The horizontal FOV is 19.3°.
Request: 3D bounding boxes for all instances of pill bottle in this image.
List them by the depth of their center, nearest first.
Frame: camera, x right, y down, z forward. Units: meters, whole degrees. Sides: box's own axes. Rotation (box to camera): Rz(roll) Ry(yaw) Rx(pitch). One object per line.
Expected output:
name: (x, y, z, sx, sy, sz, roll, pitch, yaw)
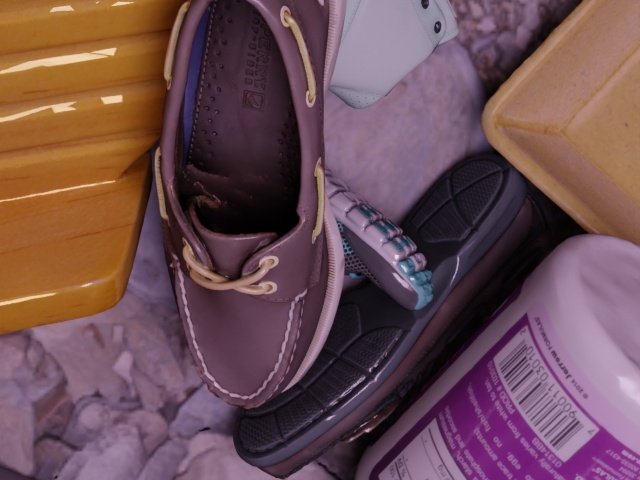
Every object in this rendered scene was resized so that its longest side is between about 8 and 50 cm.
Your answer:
pill bottle: (0.127, 0.151, 1.210, 0.169, 0.169, 0.301, 29, 123, -20)

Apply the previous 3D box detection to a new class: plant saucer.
plant saucer: (0.331, -0.083, 1.270, 0.333, 0.081, 0.333, 43, 87, 4)

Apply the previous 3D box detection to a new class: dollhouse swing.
dollhouse swing: (-0.193, -0.037, 0.981, 0.315, 0.305, 0.347, -10, 135, -14)

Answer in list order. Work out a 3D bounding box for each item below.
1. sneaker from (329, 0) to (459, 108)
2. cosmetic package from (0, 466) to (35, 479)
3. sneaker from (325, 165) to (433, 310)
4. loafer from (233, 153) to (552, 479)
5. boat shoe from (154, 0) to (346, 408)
sneaker: (0.047, -0.209, 1.209, 0.151, 0.094, 0.256, 38, 80, -35)
cosmetic package: (-0.135, 0.252, 1.236, 0.238, 0.107, 0.127, 22, 98, -22)
sneaker: (0.000, 0.000, 1.223, 0.166, 0.065, 0.076, 40, 102, 19)
loafer: (0.058, 0.065, 1.262, 0.267, 0.096, 0.084, -48, 125, -6)
boat shoe: (-0.046, -0.028, 1.132, 0.117, 0.096, 0.324, 13, 121, 12)
